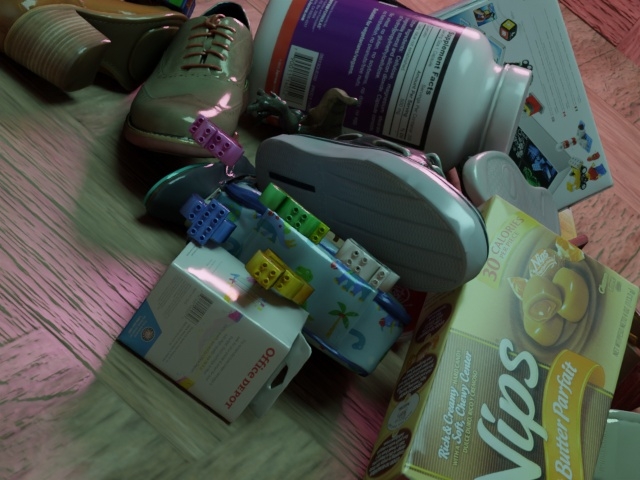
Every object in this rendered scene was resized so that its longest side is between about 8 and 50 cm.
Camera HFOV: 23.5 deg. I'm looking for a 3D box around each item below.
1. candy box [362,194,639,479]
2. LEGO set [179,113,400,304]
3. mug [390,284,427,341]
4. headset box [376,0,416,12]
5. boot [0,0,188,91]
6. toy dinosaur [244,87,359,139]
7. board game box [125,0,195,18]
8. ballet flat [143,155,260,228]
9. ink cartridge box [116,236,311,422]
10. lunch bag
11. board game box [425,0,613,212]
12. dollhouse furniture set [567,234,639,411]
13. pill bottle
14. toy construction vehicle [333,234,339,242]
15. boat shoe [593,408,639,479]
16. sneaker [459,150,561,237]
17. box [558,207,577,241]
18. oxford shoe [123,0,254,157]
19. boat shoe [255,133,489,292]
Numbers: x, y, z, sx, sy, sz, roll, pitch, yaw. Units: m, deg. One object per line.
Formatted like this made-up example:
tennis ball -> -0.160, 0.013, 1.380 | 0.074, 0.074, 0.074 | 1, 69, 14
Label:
candy box -> 0.171, 0.136, 1.421 | 0.183, 0.087, 0.316 | 31, 56, -13
LEGO set -> -0.046, -0.006, 1.316 | 0.227, 0.087, 0.093 | 39, 4, 3
mug -> 0.111, 0.024, 1.663 | 0.113, 0.150, 0.169 | 46, 27, -3
headset box -> 0.136, -0.238, 2.137 | 0.246, 0.131, 0.283 | 27, 11, -24
boot -> -0.288, -0.259, 1.695 | 0.220, 0.109, 0.283 | 38, 30, 13
toy dinosaur -> -0.018, -0.125, 1.677 | 0.118, 0.064, 0.268 | 24, -20, 5
board game box -> -0.215, -0.303, 1.812 | 0.136, 0.035, 0.201 | 24, -1, -5
ballet flat -> -0.107, -0.045, 1.572 | 0.074, 0.074, 0.203 | 41, 21, 9
ink cartridge box -> -0.084, 0.080, 1.338 | 0.143, 0.092, 0.090 | 37, 21, -3
lunch bag -> -0.024, 0.034, 1.459 | 0.219, 0.090, 0.176 | 37, -5, -2
board game box -> 0.250, -0.174, 1.998 | 0.053, 0.193, 0.305 | 22, -46, 68
dollhouse furniture set -> 0.388, 0.019, 1.781 | 0.201, 0.374, 0.152 | 48, 29, 19
pill bottle -> 0.082, -0.190, 1.854 | 0.323, 0.181, 0.181 | 17, 22, 8
toy construction vehicle -> 0.000, 0.000, 1.618 | 0.098, 0.086, 0.035 | 42, 30, 10
boat shoe -> 0.209, 0.192, 1.545 | 0.324, 0.096, 0.117 | 18, 72, -27
sneaker -> 0.180, -0.027, 1.822 | 0.296, 0.147, 0.105 | 22, 58, -65
box -> 0.306, -0.032, 2.154 | 0.087, 0.058, 0.232 | 32, 24, -13
oxford shoe -> -0.136, -0.179, 1.654 | 0.123, 0.130, 0.348 | 11, 20, -3
boat shoe -> 0.067, -0.051, 1.487 | 0.119, 0.121, 0.335 | -18, 29, -29
